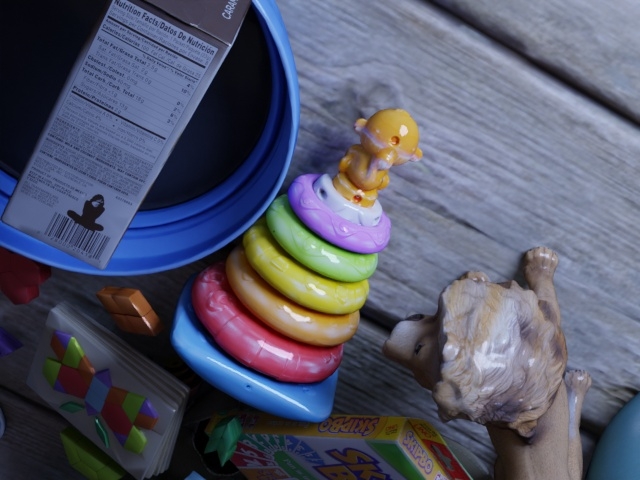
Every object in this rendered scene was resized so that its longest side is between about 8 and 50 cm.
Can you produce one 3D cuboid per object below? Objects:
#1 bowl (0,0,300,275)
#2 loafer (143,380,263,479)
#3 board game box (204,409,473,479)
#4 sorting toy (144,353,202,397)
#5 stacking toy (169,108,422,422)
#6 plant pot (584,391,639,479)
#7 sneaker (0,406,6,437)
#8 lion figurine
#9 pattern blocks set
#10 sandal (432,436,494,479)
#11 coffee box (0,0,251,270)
[{"bbox_3d":[-0.208,-0.143,1.156,0.391,0.077,0.391,5,127,6],"label":"bowl"},{"bbox_3d":[-0.128,0.218,1.407,0.094,0.087,0.251,31,125,-14],"label":"loafer"},{"bbox_3d":[0.020,0.215,1.260,0.259,0.039,0.124,-6,134,36],"label":"board game box"},{"bbox_3d":[-0.179,0.149,1.383,0.102,0.061,0.042,-16,114,-12],"label":"sorting toy"},{"bbox_3d":[0.000,0.000,1.200,0.175,0.166,0.302,28,115,-9],"label":"stacking toy"},{"bbox_3d":[0.390,0.269,1.271,0.293,0.235,0.293,4,128,6],"label":"plant pot"},{"bbox_3d":[-0.413,0.166,1.418,0.080,0.081,0.211,-12,122,19],"label":"sneaker"},{"bbox_3d":[0.192,0.169,1.224,0.142,0.240,0.392,-16,123,20],"label":"lion figurine"},{"bbox_3d":[-0.223,0.153,1.329,0.325,0.026,0.285,26,130,21],"label":"pattern blocks set"},{"bbox_3d":[0.076,0.255,1.427,0.240,0.088,0.079,12,159,8],"label":"sandal"},{"bbox_3d":[-0.151,-0.116,1.032,0.098,0.141,0.246,27,125,-11],"label":"coffee box"}]
